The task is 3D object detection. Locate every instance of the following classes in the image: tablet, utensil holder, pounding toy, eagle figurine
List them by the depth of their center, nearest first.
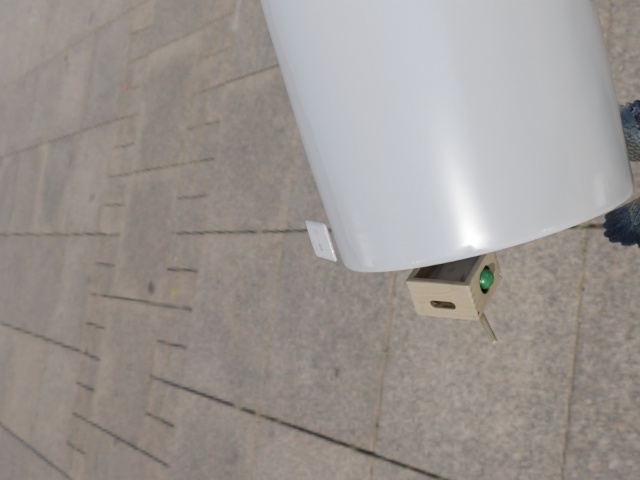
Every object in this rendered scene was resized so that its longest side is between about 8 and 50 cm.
[{"bbox_3d":[0.117,-0.197,0.816,0.327,0.327,0.386,-8,101,53],"label":"utensil holder"},{"bbox_3d":[0.000,0.000,1.104,0.083,0.006,0.054,-166,56,-72],"label":"tablet"},{"bbox_3d":[0.227,0.080,1.303,0.141,0.100,0.130,3,38,36],"label":"pounding toy"},{"bbox_3d":[0.627,-0.132,1.429,0.226,0.298,0.225,-125,28,-42],"label":"eagle figurine"}]
